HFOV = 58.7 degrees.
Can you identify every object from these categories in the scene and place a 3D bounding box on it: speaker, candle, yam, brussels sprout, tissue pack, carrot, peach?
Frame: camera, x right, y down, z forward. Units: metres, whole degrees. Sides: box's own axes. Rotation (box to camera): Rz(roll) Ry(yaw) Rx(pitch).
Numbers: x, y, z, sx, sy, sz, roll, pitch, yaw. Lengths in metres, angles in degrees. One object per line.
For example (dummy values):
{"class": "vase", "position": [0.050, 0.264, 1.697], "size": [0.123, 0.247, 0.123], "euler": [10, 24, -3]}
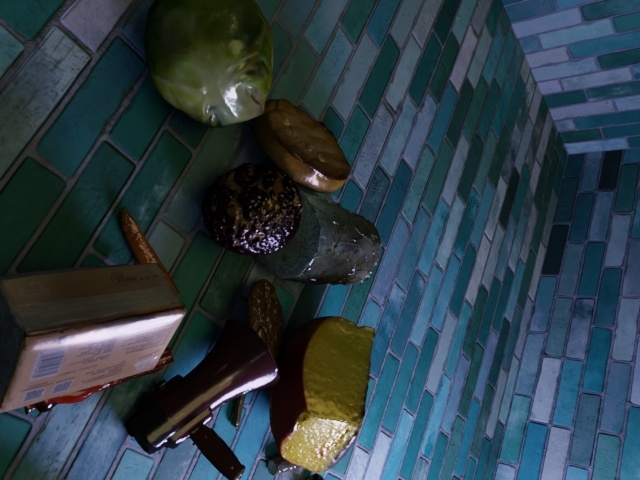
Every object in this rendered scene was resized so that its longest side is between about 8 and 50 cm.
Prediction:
{"class": "speaker", "position": [-0.243, 0.379, 1.294], "size": [0.329, 0.198, 0.259], "euler": [-42, 103, -32]}
{"class": "candle", "position": [-0.442, 0.284, 1.164], "size": [0.329, 0.048, 0.051], "euler": [-12, 90, -49]}
{"class": "yam", "position": [-0.036, 0.604, 1.622], "size": [0.274, 0.061, 0.061], "euler": [-3, 92, -48]}
{"class": "brussels sprout", "position": [-0.224, -0.411, 1.248], "size": [0.344, 0.269, 0.343], "euler": [-3, 94, -57]}
{"class": "tissue pack", "position": [-0.456, 0.140, 1.060], "size": [0.306, 0.239, 0.238], "euler": [-6, 95, -49]}
{"class": "yam", "position": [-0.207, 0.416, 1.447], "size": [0.033, 0.027, 0.129], "euler": [90, 10, -74]}
{"class": "carrot", "position": [-0.382, 0.032, 1.235], "size": [0.057, 0.057, 0.224], "euler": [-41, 117, -41]}
{"class": "yam", "position": [0.000, 0.000, 1.553], "size": [0.348, 0.241, 0.240], "euler": [15, 78, -50]}
{"class": "peach", "position": [-0.013, 0.399, 1.495], "size": [0.243, 0.306, 0.379], "euler": [15, 64, -14]}

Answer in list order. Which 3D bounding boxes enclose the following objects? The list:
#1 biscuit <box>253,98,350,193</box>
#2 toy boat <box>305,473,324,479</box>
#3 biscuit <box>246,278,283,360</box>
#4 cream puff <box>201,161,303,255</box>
{"class": "biscuit", "position": [-0.052, -0.242, 1.494], "size": [0.296, 0.102, 0.296], "euler": [34, 29, -22]}
{"class": "toy boat", "position": [-0.042, 0.715, 1.612], "size": [0.137, 0.060, 0.060], "euler": [-36, 136, -36]}
{"class": "biscuit", "position": [-0.135, 0.206, 1.448], "size": [0.226, 0.042, 0.225], "euler": [-8, 90, -79]}
{"class": "cream puff", "position": [-0.162, -0.082, 1.339], "size": [0.239, 0.239, 0.164], "euler": [-59, 157, -31]}
